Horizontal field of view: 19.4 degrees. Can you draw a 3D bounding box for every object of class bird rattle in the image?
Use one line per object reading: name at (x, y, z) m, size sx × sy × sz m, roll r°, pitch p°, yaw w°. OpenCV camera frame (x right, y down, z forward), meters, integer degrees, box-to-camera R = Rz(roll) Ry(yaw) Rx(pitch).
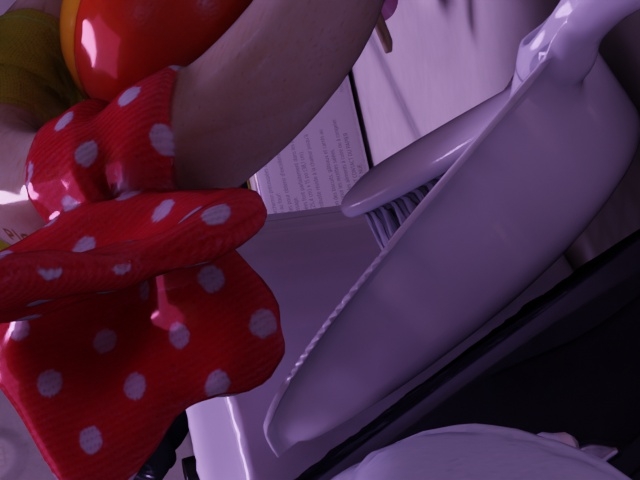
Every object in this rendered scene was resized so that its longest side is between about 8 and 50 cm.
bird rattle at (-0.068, -0.050, 0.599) m, size 0.143 × 0.207 × 0.253 m, roll 47°, pitch 170°, yaw -25°

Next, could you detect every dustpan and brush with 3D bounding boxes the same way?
dustpan and brush at (0.056, -0.032, 0.522) m, size 0.060 × 0.147 × 0.211 m, roll 46°, pitch 141°, yaw -9°

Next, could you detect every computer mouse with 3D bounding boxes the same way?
computer mouse at (0.001, 0.094, 0.501) m, size 0.060 × 0.262 × 0.184 m, roll 54°, pitch 150°, yaw 4°

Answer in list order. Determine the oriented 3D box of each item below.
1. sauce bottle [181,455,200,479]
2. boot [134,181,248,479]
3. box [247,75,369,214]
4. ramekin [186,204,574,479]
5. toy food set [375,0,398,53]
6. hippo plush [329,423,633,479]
sauce bottle at (-0.018, 0.130, 1.122) m, size 0.042 × 0.128 × 0.042 m, roll 166°, pitch 90°, yaw -82°
boot at (-0.083, 0.010, 1.076) m, size 0.207 × 0.094 × 0.246 m, roll -60°, pitch -18°, yaw -25°
box at (0.000, 0.000, 1.025) m, size 0.063 × 0.067 × 0.324 m, roll 143°, pitch 113°, yaw -83°
ramekin at (0.033, 0.112, 0.712) m, size 0.277 × 0.135 × 0.277 m, roll 168°, pitch 90°, yaw -81°
toy food set at (0.014, -0.129, 0.762) m, size 0.122 × 0.019 × 0.078 m, roll -83°, pitch -26°, yaw -51°
hippo plush at (0.057, 0.158, 0.375) m, size 0.234 × 0.294 × 0.237 m, roll 18°, pitch -103°, yaw -64°
